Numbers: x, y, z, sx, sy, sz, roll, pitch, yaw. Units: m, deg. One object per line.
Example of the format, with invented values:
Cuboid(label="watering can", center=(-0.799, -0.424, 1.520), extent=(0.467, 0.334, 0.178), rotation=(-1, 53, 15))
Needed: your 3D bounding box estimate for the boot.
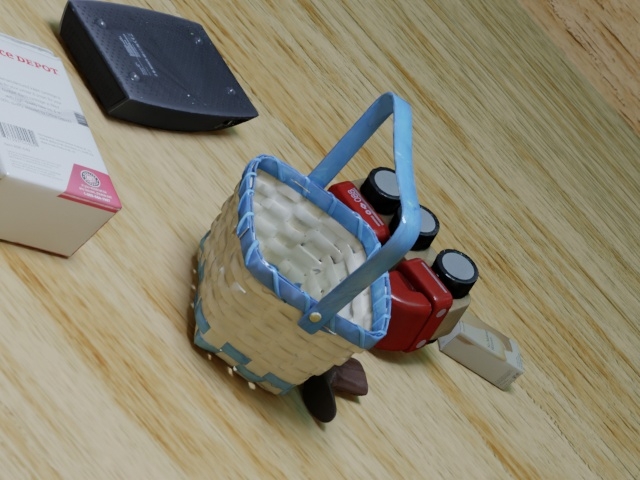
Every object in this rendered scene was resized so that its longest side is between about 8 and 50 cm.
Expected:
Cuboid(label="boot", center=(0.022, 0.165, 2.171), extent=(0.114, 0.037, 0.106), rotation=(22, 36, -50))

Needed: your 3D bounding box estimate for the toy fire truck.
Cuboid(label="toy fire truck", center=(0.041, 0.024, 2.307), extent=(0.246, 0.158, 0.217), rotation=(-15, 58, -40))

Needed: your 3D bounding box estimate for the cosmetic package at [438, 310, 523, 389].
Cuboid(label="cosmetic package", center=(0.202, 0.135, 2.483), extent=(0.115, 0.041, 0.060), rotation=(32, 29, -29))

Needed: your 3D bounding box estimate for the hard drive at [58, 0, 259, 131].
Cuboid(label="hard drive", center=(-0.197, -0.204, 2.342), extent=(0.254, 0.054, 0.172), rotation=(2, 50, -57))

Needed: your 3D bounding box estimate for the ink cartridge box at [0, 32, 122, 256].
Cuboid(label="ink cartridge box", center=(-0.313, -0.104, 1.968), extent=(0.158, 0.092, 0.218), rotation=(17, 40, -47))

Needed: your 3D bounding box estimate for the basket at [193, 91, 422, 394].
Cuboid(label="basket", center=(0.000, 0.000, 2.069), extent=(0.201, 0.289, 0.255), rotation=(30, 33, -20))
